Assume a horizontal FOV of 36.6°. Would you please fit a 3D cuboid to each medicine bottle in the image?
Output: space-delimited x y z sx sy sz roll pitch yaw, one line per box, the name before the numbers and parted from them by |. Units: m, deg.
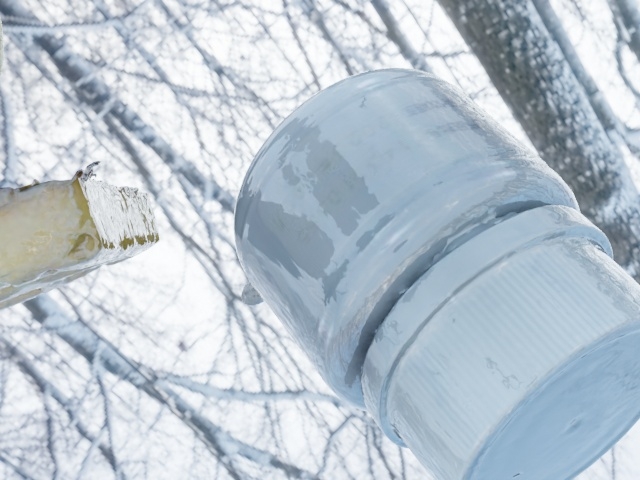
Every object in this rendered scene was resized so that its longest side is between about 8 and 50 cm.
medicine bottle | 0.097 0.035 0.759 0.245 0.245 0.306 -40 -127 0

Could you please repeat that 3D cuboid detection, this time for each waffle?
waffle | -0.293 0.026 0.818 0.304 0.078 0.348 -21 -179 -1

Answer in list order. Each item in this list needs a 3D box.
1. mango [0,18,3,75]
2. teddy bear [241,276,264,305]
mango | -0.430 -0.210 1.105 0.137 0.238 0.091 -4 -166 0
teddy bear | 0.001 0.001 1.363 0.267 0.151 0.236 -11 -155 46
